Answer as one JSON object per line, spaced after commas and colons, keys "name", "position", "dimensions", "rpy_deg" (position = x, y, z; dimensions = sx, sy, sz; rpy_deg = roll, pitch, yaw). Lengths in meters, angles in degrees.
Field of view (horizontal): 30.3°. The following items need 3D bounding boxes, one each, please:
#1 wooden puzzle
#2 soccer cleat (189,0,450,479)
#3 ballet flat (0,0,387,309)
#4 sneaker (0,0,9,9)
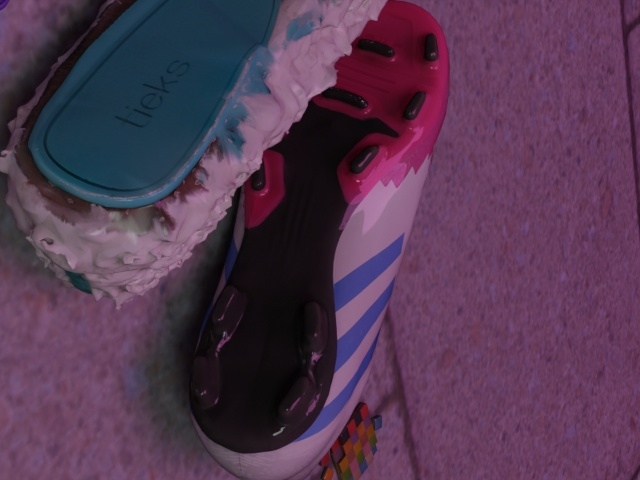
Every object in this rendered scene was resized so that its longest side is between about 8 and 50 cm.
{"name": "wooden puzzle", "position": [0.026, 0.157, 0.897], "dimensions": [0.083, 0.006, 0.049], "rpy_deg": [-46, 130, -42]}
{"name": "soccer cleat", "position": [0.000, 0.000, 0.767], "dimensions": [0.143, 0.116, 0.331], "rpy_deg": [75, 33, -62]}
{"name": "ballet flat", "position": [-0.042, -0.128, 0.677], "dimensions": [0.409, 0.147, 0.147], "rpy_deg": [-56, 137, -30]}
{"name": "sneaker", "position": [-0.132, -0.181, 0.584], "dimensions": [0.170, 0.068, 0.071], "rpy_deg": [-53, 151, -24]}
